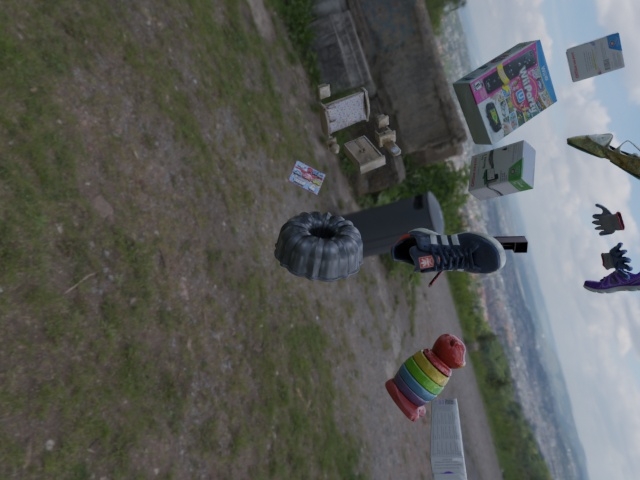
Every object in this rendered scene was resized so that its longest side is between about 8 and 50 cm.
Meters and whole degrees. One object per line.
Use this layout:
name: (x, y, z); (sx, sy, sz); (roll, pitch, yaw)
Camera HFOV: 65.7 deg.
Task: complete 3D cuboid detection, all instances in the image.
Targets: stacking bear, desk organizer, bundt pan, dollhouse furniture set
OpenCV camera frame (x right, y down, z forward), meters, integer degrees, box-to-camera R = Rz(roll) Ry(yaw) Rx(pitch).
stacking bear: (0.369, 0.436, 1.654); (0.164, 0.289, 0.175); (46, 10, 24)
desk organizer: (0.656, 0.015, 1.740); (0.050, 0.130, 0.047); (-72, 159, -66)
bundt pan: (0.000, 0.000, 1.771); (0.331, 0.330, 0.124); (-69, 168, -57)
dollhouse furniture set: (0.172, -0.465, 1.946); (0.356, 0.303, 0.174); (78, -16, -48)

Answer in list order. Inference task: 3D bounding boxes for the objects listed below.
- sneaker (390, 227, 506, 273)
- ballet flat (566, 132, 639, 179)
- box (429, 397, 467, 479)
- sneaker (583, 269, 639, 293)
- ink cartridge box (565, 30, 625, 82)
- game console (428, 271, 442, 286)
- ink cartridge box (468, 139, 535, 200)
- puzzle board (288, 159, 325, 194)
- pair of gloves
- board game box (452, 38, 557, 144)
sneaker: (0.349, 0.047, 1.424); (0.148, 0.349, 0.131); (-23, 107, -34)
ballet flat: (1.188, -0.369, 2.013); (0.348, 0.123, 0.123); (36, 8, 23)
box: (0.275, 0.428, 1.078); (0.324, 0.067, 0.063); (-7, 89, -78)
sneaker: (0.837, 0.111, 1.404); (0.068, 0.169, 0.071); (-5, 84, -49)
ink cartridge box: (0.710, -0.473, 1.282); (0.052, 0.122, 0.089); (-44, 118, -52)
game console: (0.468, 0.121, 2.077); (0.085, 0.124, 0.144); (40, -1, 14)
ink cartridge box: (0.661, -0.252, 1.815); (0.092, 0.219, 0.161); (26, 66, -34)
puzzle board: (-0.052, -0.244, 1.920); (0.128, 0.011, 0.097); (25, 68, -12)
pair of gloves: (0.739, 0.000, 1.262); (0.159, 0.023, 0.199); (10, 67, -82)
board game box: (0.615, -0.489, 1.641); (0.224, 0.303, 0.097); (61, -14, -22)
